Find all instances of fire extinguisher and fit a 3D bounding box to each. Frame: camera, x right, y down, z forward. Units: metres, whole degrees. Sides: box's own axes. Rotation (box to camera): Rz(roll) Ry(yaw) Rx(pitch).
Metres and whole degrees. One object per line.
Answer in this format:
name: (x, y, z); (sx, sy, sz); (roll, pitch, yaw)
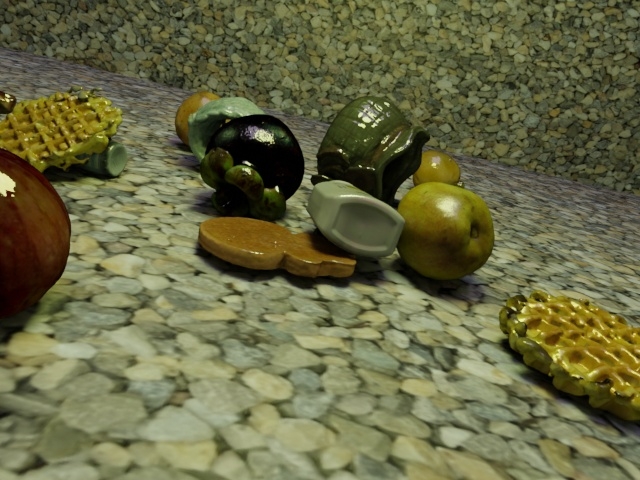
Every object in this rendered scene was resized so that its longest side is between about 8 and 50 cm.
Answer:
fire extinguisher: (0.000, 0.000, 0.941); (0.038, 0.025, 0.083); (-26, 25, 3)

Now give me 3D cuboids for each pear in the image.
pear: (0.237, -0.015, 0.892); (0.199, 0.200, 0.200); (12, 21, -5)

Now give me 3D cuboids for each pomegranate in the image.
pomegranate: (-0.363, -0.371, 1.447); (0.196, 0.196, 0.196); (12, 21, -5)

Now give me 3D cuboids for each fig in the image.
fig: (-0.386, -0.043, 0.512); (0.186, 0.250, 0.204); (-1, 22, -8)

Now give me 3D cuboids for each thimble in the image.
thimble: (-0.236, -0.275, 1.240); (0.250, 0.205, 0.172); (27, 26, -9)

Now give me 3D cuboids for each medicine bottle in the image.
medicine bottle: (0.057, -0.056, 0.933); (0.161, 0.111, 0.296); (19, 8, -10)
medicine bottle: (-0.551, -0.206, 1.048); (0.203, 0.084, 0.083); (14, 21, 7)

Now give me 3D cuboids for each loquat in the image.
loquat: (0.396, -0.222, 1.561); (0.204, 0.150, 0.172); (35, 23, 20)

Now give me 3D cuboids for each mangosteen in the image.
mangosteen: (-0.147, -0.157, 1.007); (0.242, 0.243, 0.243); (12, 21, -5)

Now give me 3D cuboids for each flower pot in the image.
flower pot: (0.125, -0.213, 1.214); (0.213, 0.302, 0.301); (35, 27, 17)

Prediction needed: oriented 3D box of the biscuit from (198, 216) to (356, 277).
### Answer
biscuit: (-0.077, 0.014, 0.830); (0.288, 0.044, 0.202); (13, 17, -5)

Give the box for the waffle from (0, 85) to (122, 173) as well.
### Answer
waffle: (-0.571, -0.229, 0.978); (0.280, 0.060, 0.262); (9, 57, 8)

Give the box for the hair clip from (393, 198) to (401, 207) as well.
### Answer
hair clip: (0.261, -0.109, 1.330); (0.275, 0.083, 0.048); (9, 26, 10)

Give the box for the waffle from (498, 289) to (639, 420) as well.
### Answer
waffle: (0.426, 0.170, 0.714); (0.328, 0.062, 0.329); (10, 23, -4)
